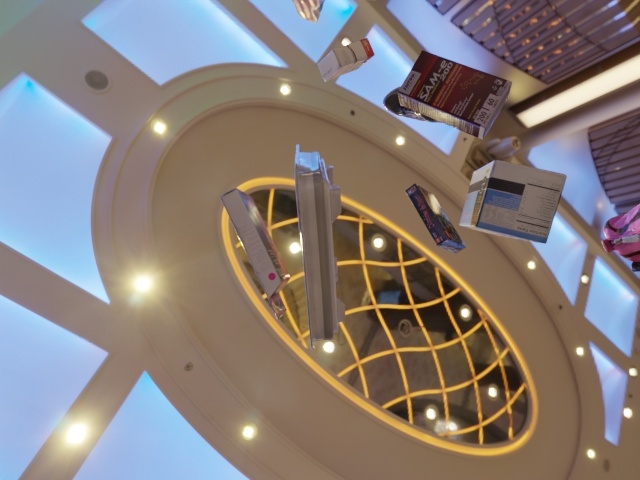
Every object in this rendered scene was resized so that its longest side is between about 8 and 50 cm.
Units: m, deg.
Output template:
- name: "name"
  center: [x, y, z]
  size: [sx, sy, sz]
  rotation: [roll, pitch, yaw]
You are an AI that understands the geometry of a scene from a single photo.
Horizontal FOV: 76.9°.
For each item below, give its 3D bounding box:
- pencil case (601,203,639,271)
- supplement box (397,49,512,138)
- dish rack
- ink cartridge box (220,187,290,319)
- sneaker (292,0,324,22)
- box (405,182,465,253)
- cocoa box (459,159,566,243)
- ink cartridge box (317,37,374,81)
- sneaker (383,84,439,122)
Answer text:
- name: "pencil case"
  center: [0.494, -0.043, 0.544]
  size: [0.098, 0.209, 0.095]
  rotation: [-5, -118, -14]
- name: "supplement box"
  center: [0.331, -0.367, 1.011]
  size: [0.239, 0.073, 0.130]
  rotation: [30, -90, 21]
- name: "dish rack"
  center: [0.000, 0.000, 0.756]
  size: [0.072, 0.286, 0.334]
  rotation: [-4, -68, -2]
- name: "ink cartridge box"
  center: [-0.167, 0.037, 1.167]
  size: [0.069, 0.176, 0.372]
  rotation: [-24, -93, 2]
- name: "sneaker"
  center: [-0.033, -0.855, 1.371]
  size: [0.107, 0.302, 0.121]
  rotation: [18, -78, -5]
- name: "box"
  center: [0.391, -0.074, 1.369]
  size: [0.159, 0.044, 0.233]
  rotation: [16, -137, -50]
- name: "cocoa box"
  center: [0.657, -0.130, 1.428]
  size: [0.231, 0.347, 0.228]
  rotation: [14, -85, 9]
- name: "ink cartridge box"
  center: [0.073, -0.526, 1.172]
  size: [0.135, 0.099, 0.056]
  rotation: [-31, -79, -27]
- name: "sneaker"
  center: [0.353, -0.493, 1.448]
  size: [0.112, 0.299, 0.121]
  rotation: [-27, -53, -42]
